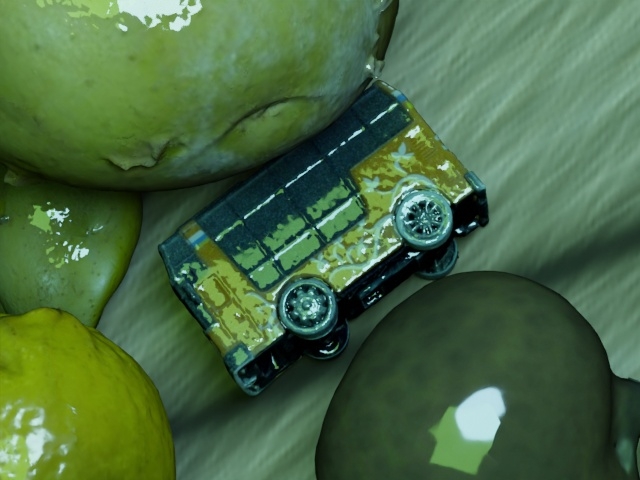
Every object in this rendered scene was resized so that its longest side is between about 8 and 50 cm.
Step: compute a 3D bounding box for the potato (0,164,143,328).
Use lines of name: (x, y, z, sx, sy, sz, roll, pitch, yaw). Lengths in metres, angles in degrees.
potato: (-0.243, 0.002, 1.704, 0.157, 0.157, 0.194, 1, 92, 7)

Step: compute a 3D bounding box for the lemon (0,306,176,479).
lemon: (-0.261, 0.207, 1.582, 0.297, 0.297, 0.297, -1, 78, 7)

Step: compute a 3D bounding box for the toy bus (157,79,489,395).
toy bus: (0.000, 0.000, 1.669, 0.275, 0.138, 0.167, -38, 75, -3)

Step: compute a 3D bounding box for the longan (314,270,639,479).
longan: (0.141, 0.172, 1.564, 0.300, 0.243, 0.300, -1, 96, -9)

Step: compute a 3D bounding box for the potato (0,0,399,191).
potato: (-0.125, -0.195, 1.589, 0.442, 0.385, 0.319, -31, 80, -23)
